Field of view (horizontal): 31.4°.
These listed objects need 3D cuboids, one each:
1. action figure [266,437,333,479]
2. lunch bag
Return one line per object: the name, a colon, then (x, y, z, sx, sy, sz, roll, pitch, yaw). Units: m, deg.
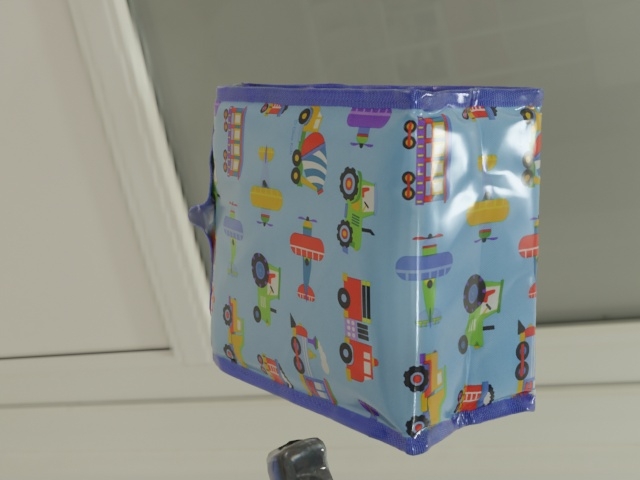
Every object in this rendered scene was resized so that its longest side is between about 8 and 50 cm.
action figure: (0.111, 0.236, 0.483, 0.178, 0.330, 0.341, -18, 103, -35)
lunch bag: (0.000, 0.000, 0.812, 0.138, 0.293, 0.221, -8, 102, -44)
